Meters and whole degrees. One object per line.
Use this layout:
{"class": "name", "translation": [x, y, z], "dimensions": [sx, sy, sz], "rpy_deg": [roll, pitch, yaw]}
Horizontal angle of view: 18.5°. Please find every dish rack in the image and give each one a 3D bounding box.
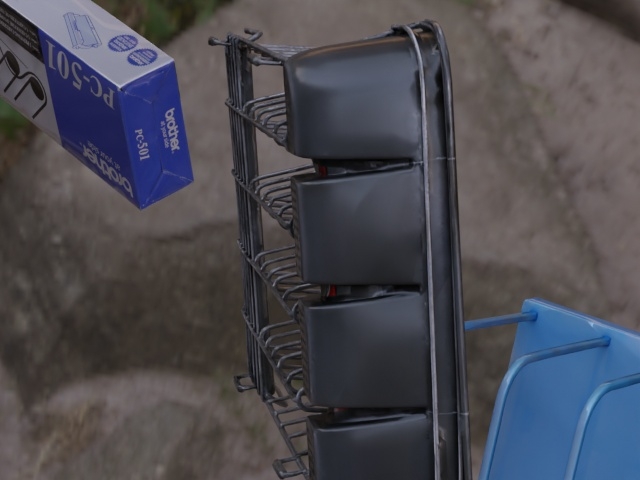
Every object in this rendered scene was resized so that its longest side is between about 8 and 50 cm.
{"class": "dish rack", "translation": [0.000, 0.000, 0.899], "dimensions": [0.074, 0.271, 0.208], "rpy_deg": [-4, 100, -10]}

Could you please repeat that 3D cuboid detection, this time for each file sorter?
{"class": "file sorter", "translation": [0.129, 0.110, 0.853], "dimensions": [0.170, 0.118, 0.104], "rpy_deg": [19, 15, 32]}

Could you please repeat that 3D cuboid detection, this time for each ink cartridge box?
{"class": "ink cartridge box", "translation": [-0.163, -0.111, 1.272], "dimensions": [0.046, 0.097, 0.207], "rpy_deg": [-30, 45, -26]}
